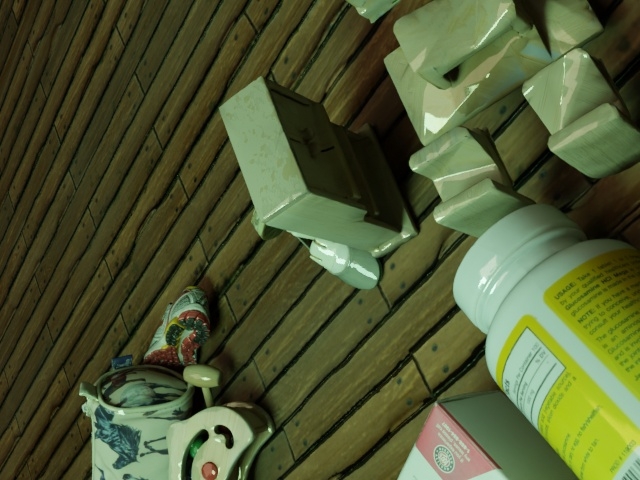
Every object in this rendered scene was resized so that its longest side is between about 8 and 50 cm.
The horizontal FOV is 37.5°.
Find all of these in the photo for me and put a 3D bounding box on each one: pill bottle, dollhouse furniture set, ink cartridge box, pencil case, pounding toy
[{"bbox_3d":[0.274,0.120,0.861,0.334,0.187,0.188,51,129,37],"label":"pill bottle"},{"bbox_3d":[0.129,-0.159,1.066,0.394,0.256,0.362,-32,66,25],"label":"dollhouse furniture set"},{"bbox_3d":[0.174,0.343,1.056,0.207,0.117,0.283,46,126,40],"label":"ink cartridge box"},{"bbox_3d":[-0.324,0.407,1.619,0.160,0.183,0.410,-93,11,-66],"label":"pencil case"},{"bbox_3d":[-0.138,0.329,1.486,0.154,0.155,0.270,-4,87,24],"label":"pounding toy"}]

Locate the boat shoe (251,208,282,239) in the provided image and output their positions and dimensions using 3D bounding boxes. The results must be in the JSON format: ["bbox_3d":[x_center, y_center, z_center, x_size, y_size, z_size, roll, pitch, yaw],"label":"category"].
[{"bbox_3d":[-0.067,-0.072,1.393,0.048,0.056,0.153,47,134,34],"label":"boat shoe"}]

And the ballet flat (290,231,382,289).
[{"bbox_3d":[0.000,0.000,1.299,0.213,0.068,0.072,46,126,40],"label":"ballet flat"}]

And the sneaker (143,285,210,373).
[{"bbox_3d":[-0.237,0.158,1.615,0.225,0.088,0.093,-49,28,46],"label":"sneaker"}]
